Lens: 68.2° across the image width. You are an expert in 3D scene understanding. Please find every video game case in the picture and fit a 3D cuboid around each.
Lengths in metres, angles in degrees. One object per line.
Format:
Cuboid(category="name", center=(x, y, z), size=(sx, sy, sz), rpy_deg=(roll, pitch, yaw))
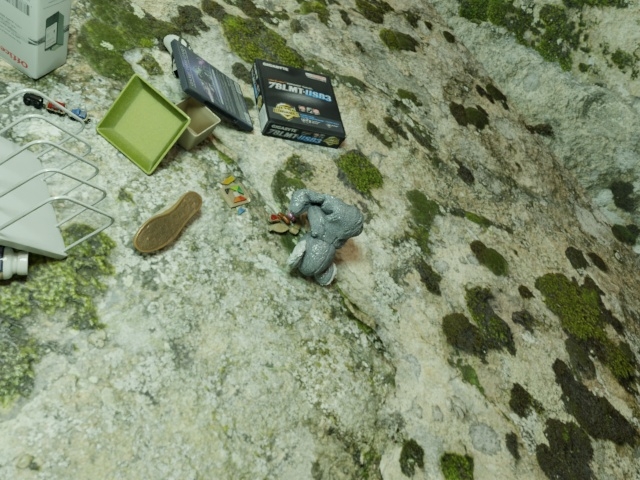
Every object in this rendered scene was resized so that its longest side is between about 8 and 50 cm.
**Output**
Cuboid(category="video game case", center=(-0.316, -0.453, 1.403), size=(0.274, 0.026, 0.196), rpy_deg=(21, 43, -54))

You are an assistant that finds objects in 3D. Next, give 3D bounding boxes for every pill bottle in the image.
Cuboid(category="pill bottle", center=(-0.656, 0.045, 0.946), size=(0.120, 0.067, 0.067), rpy_deg=(2, 60, -29))

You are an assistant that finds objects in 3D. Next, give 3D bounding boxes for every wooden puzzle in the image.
Cuboid(category="wooden puzzle", center=(-0.241, -0.130, 1.338), size=(0.078, 0.014, 0.116), rpy_deg=(-33, 81, -40))

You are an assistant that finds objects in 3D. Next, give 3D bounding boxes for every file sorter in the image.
Cuboid(category="file sorter", center=(-0.577, -0.135, 0.983), size=(0.173, 0.193, 0.278), rpy_deg=(-27, 72, 7))

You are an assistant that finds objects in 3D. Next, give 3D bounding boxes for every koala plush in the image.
Cuboid(category="koala plush", center=(0.000, 0.000, 1.293), size=(0.196, 0.203, 0.221), rpy_deg=(38, 73, -41))

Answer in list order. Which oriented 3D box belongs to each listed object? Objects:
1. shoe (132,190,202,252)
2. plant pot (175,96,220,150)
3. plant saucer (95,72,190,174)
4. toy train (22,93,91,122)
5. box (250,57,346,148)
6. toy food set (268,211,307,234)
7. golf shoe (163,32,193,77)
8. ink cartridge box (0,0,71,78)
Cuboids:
Cuboid(category="shoe", center=(-0.381, -0.043, 1.179), size=(0.077, 0.058, 0.219), rpy_deg=(54, 51, -17))
Cuboid(category="plant pot", center=(-0.366, -0.320, 1.330), size=(0.109, 0.096, 0.109), rpy_deg=(41, 49, -1))
Cuboid(category="plant saucer", center=(-0.458, -0.303, 1.242), size=(0.188, 0.188, 0.045), rpy_deg=(41, 9, -2))
Cuboid(category="toy train", center=(-0.668, -0.338, 1.202), size=(0.158, 0.036, 0.027), rpy_deg=(17, 54, -21))
Cuboid(category="box", center=(-0.077, -0.469, 1.615), size=(0.295, 0.073, 0.294), rpy_deg=(5, 60, -29))
Cuboid(category="toy food set", center=(-0.100, -0.052, 1.367), size=(0.122, 0.019, 0.078), rpy_deg=(5, 59, -29))
Cuboid(category="golf shoe", center=(-0.431, -0.557, 1.456), size=(0.198, 0.077, 0.094), rpy_deg=(47, 49, 5))
Cuboid(category="ink cartridge box", center=(-0.739, -0.583, 1.152), size=(0.211, 0.289, 0.122), rpy_deg=(35, 47, -7))
